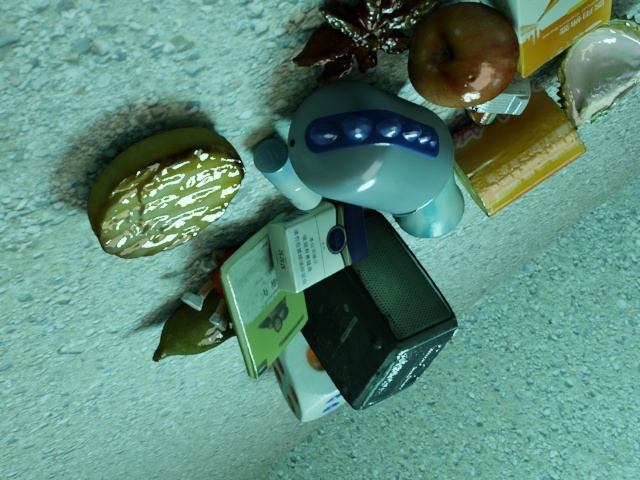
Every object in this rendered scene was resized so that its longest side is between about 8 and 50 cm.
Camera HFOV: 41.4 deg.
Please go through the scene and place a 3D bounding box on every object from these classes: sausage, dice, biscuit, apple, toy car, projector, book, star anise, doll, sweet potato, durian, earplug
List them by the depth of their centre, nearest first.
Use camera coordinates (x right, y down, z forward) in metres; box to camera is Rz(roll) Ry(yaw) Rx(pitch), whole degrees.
[{"bbox_3d":[0.079,-0.366,1.454,0.288,0.088,0.288,-28,155,-14],"label":"star anise"},{"bbox_3d":[-0.280,-0.090,1.520,0.296,0.102,0.296,-30,155,-15],"label":"biscuit"},{"bbox_3d":[0.260,-0.346,1.583,0.164,0.209,0.209,-14,151,-48],"label":"apple"},{"bbox_3d":[0.340,-0.327,1.803,0.210,0.108,0.089,2,148,-16],"label":"toy car"},{"bbox_3d":[0.408,-0.373,1.912,0.083,0.083,0.264,-22,154,-27],"label":"sausage"},{"bbox_3d":[-0.211,0.088,1.975,0.217,0.085,0.183,-52,130,-9],"label":"doll"},{"bbox_3d":[-0.122,0.131,1.996,0.239,0.035,0.352,-46,140,-37],"label":"book"},{"bbox_3d":[0.668,-0.443,2.034,0.305,0.185,0.196,-37,133,27],"label":"durian"},{"bbox_3d":[0.246,-0.151,2.039,0.185,0.185,0.324,-32,153,-3],"label":"earplug"},{"bbox_3d":[-0.255,0.184,2.086,0.370,0.157,0.157,-20,156,-13],"label":"sweet potato"},{"bbox_3d":[0.473,-0.228,2.101,0.287,0.233,0.233,-33,158,4],"label":"sausage"},{"bbox_3d":[0.119,0.193,2.249,0.242,0.405,0.395,-20,155,-30],"label":"projector"},{"bbox_3d":[-0.014,0.413,2.740,0.243,0.259,0.251,-24,158,-17],"label":"dice"}]

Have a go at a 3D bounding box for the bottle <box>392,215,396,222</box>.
[{"bbox_3d":[0.247,-0.087,2.261,0.152,0.099,0.099,-14,151,-37],"label":"bottle"}]

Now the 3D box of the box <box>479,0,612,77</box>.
[{"bbox_3d":[0.430,-0.485,1.615,0.225,0.143,0.341,-34,160,4],"label":"box"}]

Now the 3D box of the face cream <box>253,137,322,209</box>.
[{"bbox_3d":[-0.064,-0.133,1.755,0.077,0.077,0.250,-35,158,4],"label":"face cream"}]

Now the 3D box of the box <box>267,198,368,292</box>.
[{"bbox_3d":[0.000,0.000,1.981,0.259,0.071,0.168,-26,115,-39],"label":"box"}]

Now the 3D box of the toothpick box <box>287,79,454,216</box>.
[{"bbox_3d":[0.098,-0.185,1.645,0.263,0.263,0.355,-43,155,23],"label":"toothpick box"}]
